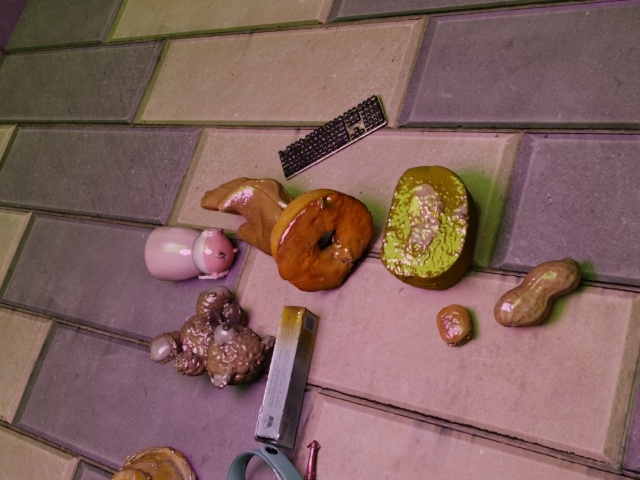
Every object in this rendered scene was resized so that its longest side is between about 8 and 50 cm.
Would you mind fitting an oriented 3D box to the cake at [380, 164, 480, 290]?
[{"bbox_3d":[0.241,-0.028,1.598,0.179,0.156,0.261,11,79,20],"label":"cake"}]

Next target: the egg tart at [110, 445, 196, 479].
[{"bbox_3d":[-0.420,0.633,1.745,0.314,0.120,0.315,-15,61,29],"label":"egg tart"}]

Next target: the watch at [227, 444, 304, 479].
[{"bbox_3d":[-0.108,0.553,1.580,0.237,0.068,0.195,32,104,41],"label":"watch"}]

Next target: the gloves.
[{"bbox_3d":[-0.146,-0.067,1.868,0.356,0.203,0.155,22,59,34],"label":"gloves"}]

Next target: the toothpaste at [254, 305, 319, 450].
[{"bbox_3d":[-0.072,0.309,1.688,0.071,0.089,0.313,1,68,27],"label":"toothpaste"}]

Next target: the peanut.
[{"bbox_3d":[0.426,0.105,1.456,0.193,0.089,0.089,-44,51,9],"label":"peanut"}]

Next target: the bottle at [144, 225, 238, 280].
[{"bbox_3d":[-0.331,0.033,1.964,0.236,0.147,0.148,-1,67,25],"label":"bottle"}]

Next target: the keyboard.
[{"bbox_3d":[0.025,-0.270,1.940,0.317,0.027,0.106,-28,56,21],"label":"keyboard"}]

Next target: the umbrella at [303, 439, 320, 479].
[{"bbox_3d":[-0.024,0.512,1.597,0.027,0.025,0.165,-19,54,48],"label":"umbrella"}]

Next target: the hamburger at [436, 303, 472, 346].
[{"bbox_3d":[0.278,0.175,1.545,0.076,0.044,0.083,-30,52,18],"label":"hamburger"}]

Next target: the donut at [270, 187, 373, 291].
[{"bbox_3d":[0.001,-0.003,1.697,0.253,0.253,0.118,-54,40,0],"label":"donut"}]

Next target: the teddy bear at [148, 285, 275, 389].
[{"bbox_3d":[-0.243,0.254,1.787,0.256,0.156,0.267,15,48,42],"label":"teddy bear"}]
